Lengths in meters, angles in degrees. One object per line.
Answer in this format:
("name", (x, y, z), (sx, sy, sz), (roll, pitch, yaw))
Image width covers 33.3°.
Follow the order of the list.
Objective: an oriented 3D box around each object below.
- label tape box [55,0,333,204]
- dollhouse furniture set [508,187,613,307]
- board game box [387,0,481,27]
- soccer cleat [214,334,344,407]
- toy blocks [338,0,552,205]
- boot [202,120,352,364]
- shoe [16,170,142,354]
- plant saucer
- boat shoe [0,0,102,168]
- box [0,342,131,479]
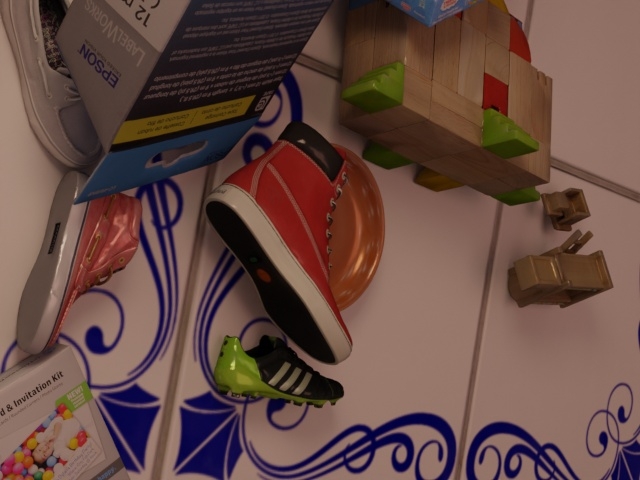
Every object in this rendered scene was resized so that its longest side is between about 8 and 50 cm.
("label tape box", (-0.106, -0.211, 0.984), (0.115, 0.347, 0.249), (46, 33, 13))
("dollhouse furniture set", (0.300, 0.007, 1.508), (0.182, 0.101, 0.161), (5, 65, -43))
("board game box", (0.094, -0.327, 1.203), (0.160, 0.211, 0.039), (-33, 148, -37))
("soccer cleat", (-0.039, 0.147, 1.201), (0.179, 0.060, 0.072), (15, 81, -40))
("toy blocks", (0.163, -0.225, 1.308), (0.381, 0.191, 0.261), (20, 68, -42))
("boot", (0.000, 0.000, 1.161), (0.176, 0.088, 0.244), (-45, 117, -33))
("shoe", (-0.225, 0.028, 1.016), (0.081, 0.063, 0.178), (23, 73, -36))
("plant saucer", (-0.006, -0.013, 1.236), (0.200, 0.037, 0.200), (-2, 94, -43))
("boat shoe", (-0.237, -0.155, 0.993), (0.066, 0.063, 0.184), (-22, 107, -40))
("box", (-0.266, 0.212, 1.008), (0.145, 0.038, 0.186), (-34, 114, -37))
